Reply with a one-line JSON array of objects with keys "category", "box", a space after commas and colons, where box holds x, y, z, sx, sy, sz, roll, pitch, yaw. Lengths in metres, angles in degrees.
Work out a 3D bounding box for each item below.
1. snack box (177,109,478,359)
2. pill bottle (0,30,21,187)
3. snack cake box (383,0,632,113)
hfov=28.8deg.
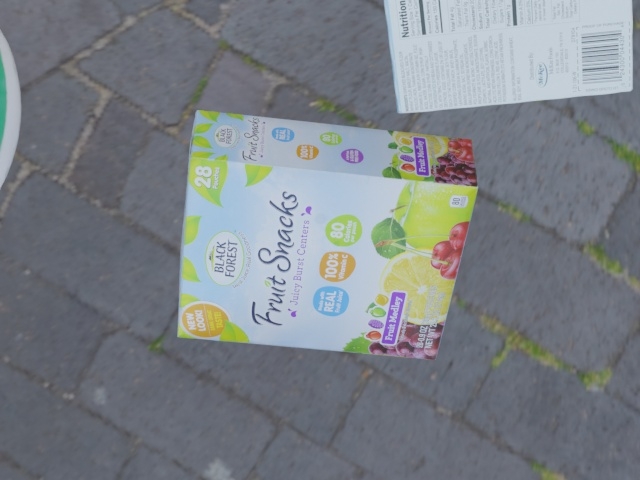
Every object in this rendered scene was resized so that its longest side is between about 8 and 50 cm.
[{"category": "snack box", "box": [0.000, 0.000, 0.940, 0.207, 0.070, 0.174, 6, 128, -3]}, {"category": "pill bottle", "box": [-0.421, -0.114, 0.908, 0.204, 0.361, 0.204, -5, 82, 39]}, {"category": "snack cake box", "box": [0.106, -0.216, 0.748, 0.152, 0.089, 0.264, -4, 124, 8]}]
